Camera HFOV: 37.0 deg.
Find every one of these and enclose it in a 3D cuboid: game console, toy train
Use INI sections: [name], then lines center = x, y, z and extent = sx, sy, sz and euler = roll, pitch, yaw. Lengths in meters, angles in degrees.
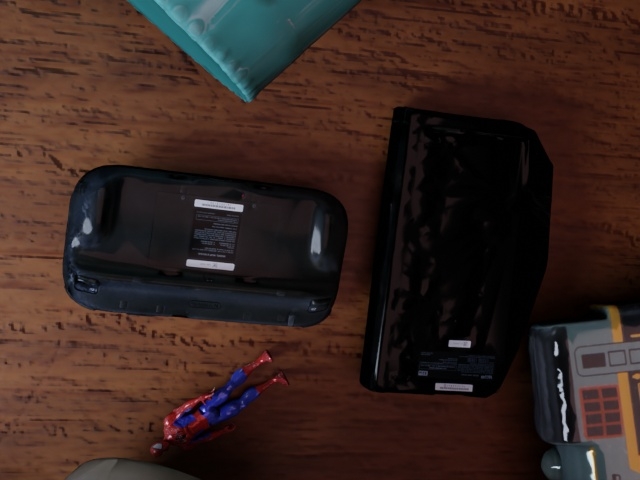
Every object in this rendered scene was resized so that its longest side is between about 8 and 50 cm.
[game console]
center = 0.000, 0.000, 0.703
extent = 0.361, 0.044, 0.213
euler = 6, 95, -16
[toy train]
center = 0.265, 0.189, 0.721
extent = 0.190, 0.142, 0.334
euler = -6, 88, 7

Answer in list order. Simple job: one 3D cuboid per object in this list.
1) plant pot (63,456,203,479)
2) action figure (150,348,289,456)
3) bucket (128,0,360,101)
[plant pot]
center = -0.132, 0.306, 0.597
extent = 0.323, 0.323, 0.280
euler = 36, 53, -15
[action figure]
center = -0.080, 0.128, 0.725
extent = 0.115, 0.030, 0.038
euler = -34, 110, -2
[bucket]
center = -0.069, -0.226, 0.545
extent = 0.281, 0.281, 0.183
euler = 42, 90, -15
